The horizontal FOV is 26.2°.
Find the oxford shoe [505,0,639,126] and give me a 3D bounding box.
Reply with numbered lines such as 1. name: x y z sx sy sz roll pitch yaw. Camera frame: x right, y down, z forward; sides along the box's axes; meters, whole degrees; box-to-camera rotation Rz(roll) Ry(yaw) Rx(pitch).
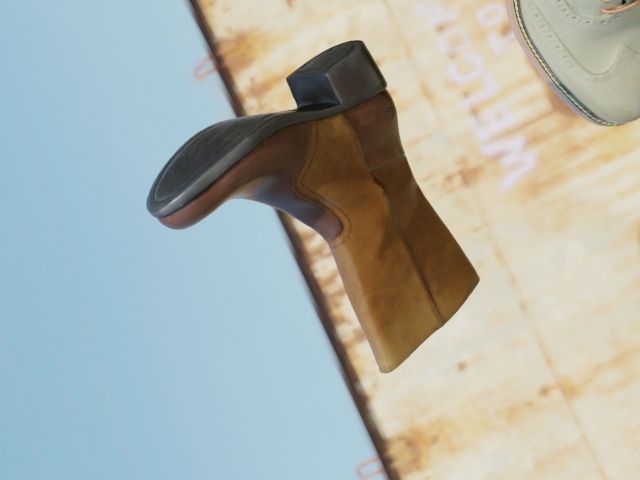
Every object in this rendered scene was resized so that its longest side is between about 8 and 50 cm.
1. oxford shoe: 0.264 -0.266 1.347 0.146 0.140 0.397 39 161 57

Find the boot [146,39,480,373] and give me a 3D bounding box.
1. boot: 0.000 0.000 1.249 0.264 0.096 0.280 -41 -64 -33
